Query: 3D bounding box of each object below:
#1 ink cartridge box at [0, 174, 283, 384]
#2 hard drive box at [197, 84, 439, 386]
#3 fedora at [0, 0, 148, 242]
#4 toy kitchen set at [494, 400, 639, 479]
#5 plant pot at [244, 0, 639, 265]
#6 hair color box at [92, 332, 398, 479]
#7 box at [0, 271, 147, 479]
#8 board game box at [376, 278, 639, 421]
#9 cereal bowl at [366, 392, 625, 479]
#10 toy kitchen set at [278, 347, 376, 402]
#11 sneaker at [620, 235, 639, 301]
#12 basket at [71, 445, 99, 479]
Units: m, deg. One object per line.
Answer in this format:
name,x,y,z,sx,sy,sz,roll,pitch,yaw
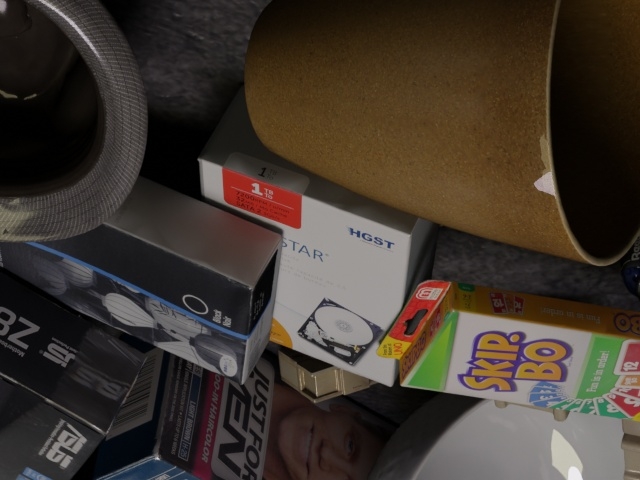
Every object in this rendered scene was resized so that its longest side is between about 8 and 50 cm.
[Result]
ink cartridge box,-0.196,-0.004,1.300,0.333,0.065,0.165,24,148,10
hard drive box,0.000,0.000,1.297,0.181,0.089,0.232,20,146,13
fedora,-0.241,-0.137,1.149,0.244,0.124,0.275,-3,136,10
toy kitchen set,0.260,0.157,1.480,0.166,0.122,0.207,10,144,21
plant pot,0.084,-0.111,1.073,0.254,0.237,0.237,5,148,29
hair color box,-0.055,0.223,1.594,0.347,0.173,0.105,33,138,-33
box,-0.364,0.128,1.481,0.318,0.097,0.395,30,149,-8
board game box,0.184,0.092,1.275,0.259,0.039,0.124,12,143,-12
cereal bowl,0.166,0.291,1.561,0.339,0.339,0.141,30,170,-30
toy kitchen set,0.011,0.108,1.550,0.083,0.075,0.068,-15,111,-26
sneaker,0.345,0.005,1.252,0.182,0.127,0.315,9,147,-7
basket,-0.310,0.307,1.787,0.204,0.154,0.227,1,148,8
